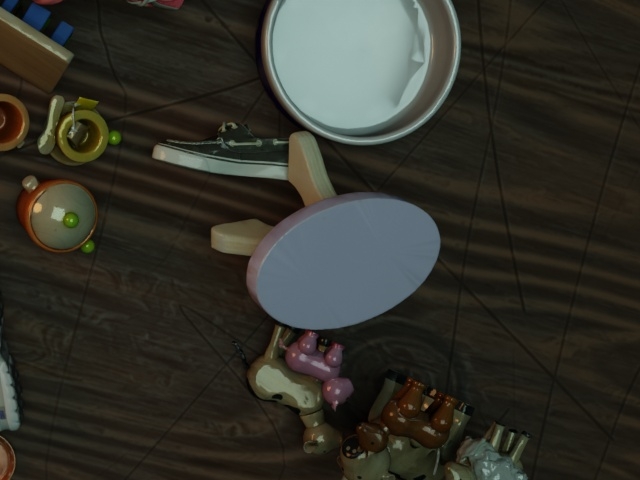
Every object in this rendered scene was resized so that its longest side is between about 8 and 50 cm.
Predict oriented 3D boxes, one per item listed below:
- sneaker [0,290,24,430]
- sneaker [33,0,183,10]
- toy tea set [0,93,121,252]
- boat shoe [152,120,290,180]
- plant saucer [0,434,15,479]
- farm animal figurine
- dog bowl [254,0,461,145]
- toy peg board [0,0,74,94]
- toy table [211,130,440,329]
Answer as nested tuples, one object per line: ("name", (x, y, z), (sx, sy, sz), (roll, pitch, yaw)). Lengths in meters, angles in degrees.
("sneaker", (-0.465, 0.119, 1.851), (0.115, 0.105, 0.281), (-12, 95, -6))
("sneaker", (-0.226, -0.344, 1.819), (0.314, 0.116, 0.136), (-34, 115, -33))
("toy tea set", (-0.406, -0.098, 1.794), (0.336, 0.124, 0.200), (9, 96, -31))
("boat shoe", (-0.115, -0.122, 1.919), (0.219, 0.078, 0.070), (5, 94, -19))
("plant saucer", (-0.448, 0.294, 1.914), (0.084, 0.013, 0.083), (-1, 94, -11))
("farm animal figurine", (0.070, 0.253, 1.914), (0.327, 0.330, 0.172), (28, 86, -40))
("dog bowl", (0.047, -0.260, 1.922), (0.265, 0.104, 0.264), (-1, 95, -12))
("toy peg board", (-0.380, -0.277, 1.817), (0.161, 0.161, 0.079), (32, 72, -12))
("toy table", (0.000, 0.000, 1.869), (0.274, 0.161, 0.252), (1, 110, -34))
